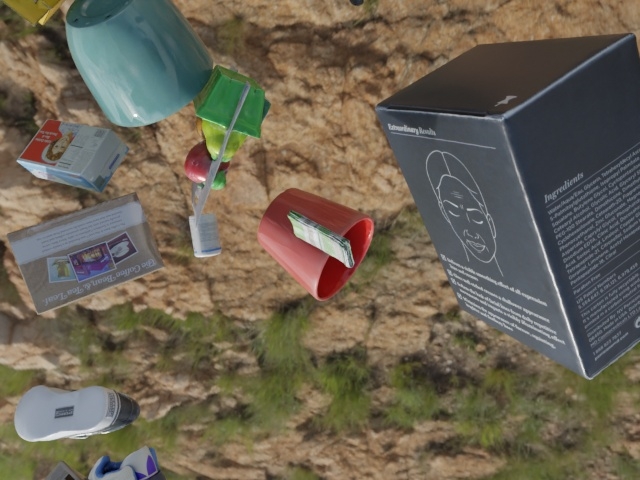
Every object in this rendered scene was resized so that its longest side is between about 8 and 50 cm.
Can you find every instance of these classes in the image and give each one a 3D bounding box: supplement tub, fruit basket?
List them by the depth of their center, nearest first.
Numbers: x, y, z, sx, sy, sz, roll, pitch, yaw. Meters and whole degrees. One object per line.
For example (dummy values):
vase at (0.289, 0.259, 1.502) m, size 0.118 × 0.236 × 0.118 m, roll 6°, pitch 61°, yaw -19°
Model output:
fruit basket at (-0.243, -0.234, 1.512) m, size 0.166 × 0.327 × 0.353 m, roll 11°, pitch 108°, yaw -18°
supplement tub at (-0.294, -0.015, 1.587) m, size 0.071 × 0.071 × 0.107 m, roll -4°, pitch 97°, yaw 23°

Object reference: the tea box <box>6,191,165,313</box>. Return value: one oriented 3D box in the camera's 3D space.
tea box at (-0.623, 0.034, 1.687) m, size 0.219 × 0.329 × 0.323 m, roll 70°, pitch 162°, yaw -5°

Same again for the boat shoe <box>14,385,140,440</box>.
boat shoe at (-0.481, 0.339, 1.224) m, size 0.301 × 0.108 × 0.102 m, roll -16°, pitch 152°, yaw 29°

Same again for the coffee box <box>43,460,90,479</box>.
coffee box at (-0.313, 0.464, 0.914) m, size 0.297 × 0.119 × 0.168 m, roll 7°, pitch 141°, yaw 48°

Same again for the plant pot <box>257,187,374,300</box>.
plant pot at (-0.025, -0.007, 1.729) m, size 0.243 × 0.275 × 0.275 m, roll 32°, pitch 137°, yaw 21°

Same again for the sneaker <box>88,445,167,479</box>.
sneaker at (-0.299, 0.506, 1.148) m, size 0.323 × 0.130 × 0.236 m, roll 3°, pitch 100°, yaw 22°

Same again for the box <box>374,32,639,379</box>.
box at (0.297, -0.060, 0.884) m, size 0.395 × 0.212 × 0.293 m, roll 63°, pitch 166°, yaw -24°

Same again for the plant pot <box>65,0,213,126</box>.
plant pot at (-0.426, -0.443, 1.399) m, size 0.293 × 0.293 × 0.235 m, roll -1°, pitch 146°, yaw 21°

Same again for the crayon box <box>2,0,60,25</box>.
crayon box at (-0.604, -0.609, 1.311) m, size 0.202 × 0.318 × 0.081 m, roll 40°, pitch 150°, yaw -23°

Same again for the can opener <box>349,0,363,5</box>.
can opener at (0.041, -0.399, 0.859) m, size 0.073 × 0.059 × 0.186 m, roll 20°, pitch 172°, yaw 20°

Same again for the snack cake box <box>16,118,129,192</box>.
snack cake box at (-0.666, -0.231, 1.672) m, size 0.264 × 0.152 × 0.089 m, roll 14°, pitch 157°, yaw 29°

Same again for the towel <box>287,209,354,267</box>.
towel at (0.000, 0.000, 1.322) m, size 0.152 × 0.023 × 0.113 m, roll 28°, pitch 159°, yaw 22°
